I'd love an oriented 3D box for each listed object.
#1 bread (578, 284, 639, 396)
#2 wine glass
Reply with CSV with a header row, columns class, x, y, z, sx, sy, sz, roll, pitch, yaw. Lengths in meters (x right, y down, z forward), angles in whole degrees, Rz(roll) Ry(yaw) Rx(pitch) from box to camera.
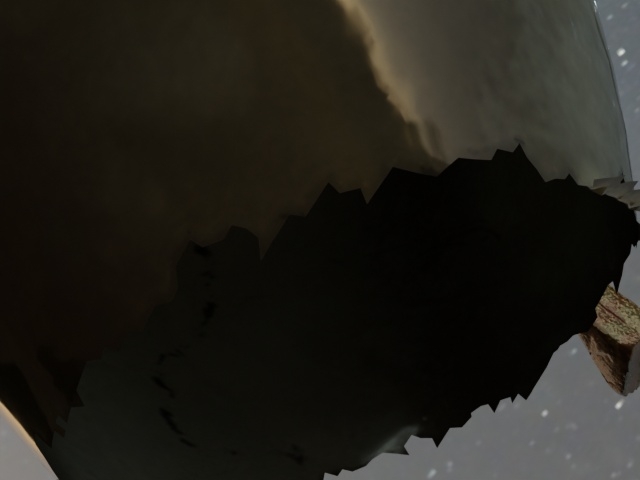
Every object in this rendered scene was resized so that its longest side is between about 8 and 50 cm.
class,x,y,z,sx,sy,sz,roll,pitch,yaw
bread,0.239,0.078,1.119,0.109,0.043,0.062,58,-20,-13
wine glass,-0.044,-0.091,0.446,0.238,0.238,0.323,-55,-129,47
